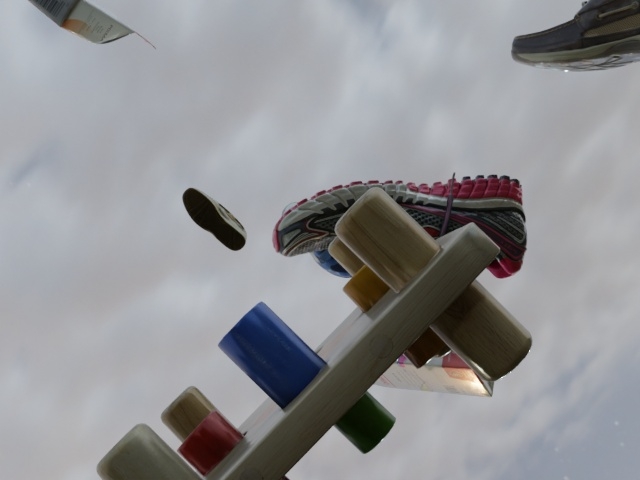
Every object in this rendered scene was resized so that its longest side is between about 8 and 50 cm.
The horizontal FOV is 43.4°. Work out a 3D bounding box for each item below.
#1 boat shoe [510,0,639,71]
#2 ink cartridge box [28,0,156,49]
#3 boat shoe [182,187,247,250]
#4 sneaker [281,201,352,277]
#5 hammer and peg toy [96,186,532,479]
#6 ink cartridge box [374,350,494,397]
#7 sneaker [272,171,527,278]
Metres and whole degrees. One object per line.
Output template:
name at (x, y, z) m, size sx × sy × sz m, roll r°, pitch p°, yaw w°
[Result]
boat shoe at (0.495, -0.359, 1.334) m, size 0.132 × 0.355 × 0.130 m, roll -5°, pitch -87°, yaw -61°
ink cartridge box at (-0.296, -0.279, 0.957) m, size 0.045 × 0.145 × 0.179 m, roll -52°, pitch -16°, yaw 4°
boat shoe at (-0.178, -0.038, 1.366) m, size 0.050 × 0.135 × 0.045 m, roll -40°, pitch 8°, yaw 18°
sneaker at (0.000, 0.000, 1.144) m, size 0.053 × 0.144 × 0.059 m, roll -49°, pitch -3°, yaw -6°
hammer and peg toy at (-0.039, 0.134, 0.513) m, size 0.361 × 0.127 × 0.266 m, roll -45°, pitch -2°, yaw -4°
ink cartridge box at (0.123, 0.152, 1.069) m, size 0.115 × 0.198 × 0.067 m, roll 50°, pitch -133°, yaw -53°
sneaker at (0.094, -0.008, 0.917) m, size 0.299 × 0.112 × 0.121 m, roll -4°, pitch -11°, yaw -5°
